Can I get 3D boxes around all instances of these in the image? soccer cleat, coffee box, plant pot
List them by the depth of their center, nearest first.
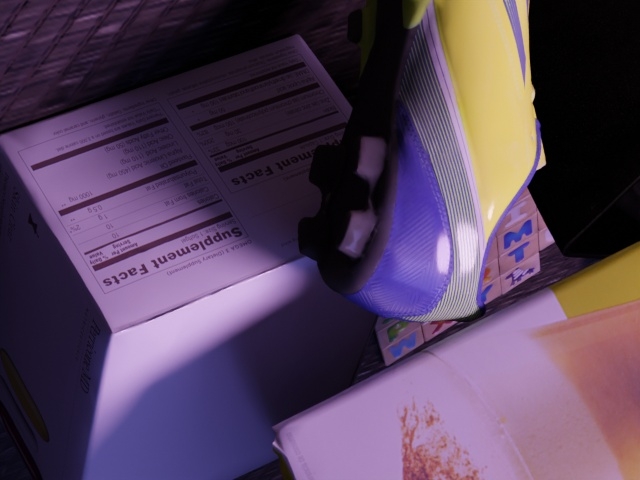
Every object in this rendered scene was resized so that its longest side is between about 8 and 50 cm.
[{"bbox_3d":[0.078,-0.094,1.023,0.121,0.289,0.093,21,170,-26],"label":"soccer cleat"},{"bbox_3d":[0.194,0.201,1.129,0.334,0.337,0.338,-26,171,-3],"label":"coffee box"},{"bbox_3d":[0.216,-0.108,1.232,0.188,0.167,0.187,-48,152,25],"label":"plant pot"}]

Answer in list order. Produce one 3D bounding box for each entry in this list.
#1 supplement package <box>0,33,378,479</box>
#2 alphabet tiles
[{"bbox_3d":[-0.084,0.036,1.144,0.204,0.145,0.262,-22,152,-26],"label":"supplement package"},{"bbox_3d":[0.142,0.004,1.530,0.237,0.009,0.198,-31,155,-7],"label":"alphabet tiles"}]
